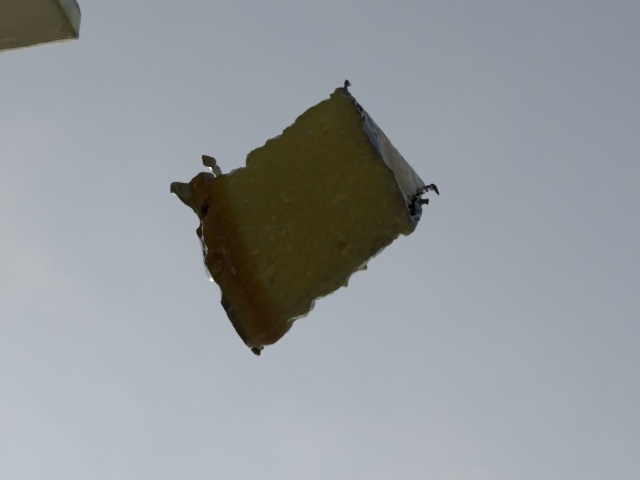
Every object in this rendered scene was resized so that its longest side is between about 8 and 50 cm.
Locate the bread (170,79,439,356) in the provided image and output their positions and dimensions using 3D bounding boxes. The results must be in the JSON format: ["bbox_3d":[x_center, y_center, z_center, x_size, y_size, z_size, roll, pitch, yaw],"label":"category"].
[{"bbox_3d":[0.000,0.000,1.057,0.147,0.152,0.127,-35,-52,14],"label":"bread"}]

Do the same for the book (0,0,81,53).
[{"bbox_3d":[-0.354,-0.173,0.958,0.370,0.043,0.260,-8,-34,11],"label":"book"}]
